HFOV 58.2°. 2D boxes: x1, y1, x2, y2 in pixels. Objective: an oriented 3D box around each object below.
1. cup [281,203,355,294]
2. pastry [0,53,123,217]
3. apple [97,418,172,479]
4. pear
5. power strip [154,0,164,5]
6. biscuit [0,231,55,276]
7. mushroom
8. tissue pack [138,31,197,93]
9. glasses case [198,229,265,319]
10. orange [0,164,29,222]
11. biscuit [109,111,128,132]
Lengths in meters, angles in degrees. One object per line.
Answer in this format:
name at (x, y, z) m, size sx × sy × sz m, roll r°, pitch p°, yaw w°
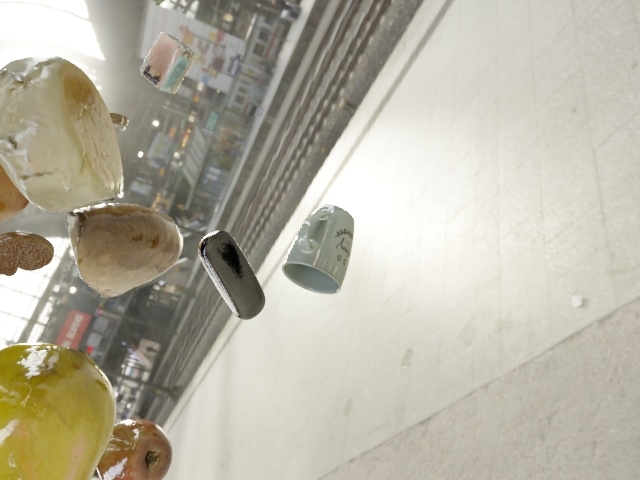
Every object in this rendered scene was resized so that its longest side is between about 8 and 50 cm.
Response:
cup at (0.000, 0.000, 1.703) m, size 0.258 × 0.186 × 0.234 m, roll 65°, pitch -140°, yaw -57°
pastry at (-0.421, -0.166, 0.925) m, size 0.265 × 0.133 × 0.265 m, roll 163°, pitch 90°, yaw -88°
apple at (-0.485, 0.564, 1.506) m, size 0.173 × 0.188 × 0.188 m, roll -12°, pitch 52°, yaw 41°
pear at (-0.502, 0.349, 1.009) m, size 0.285 × 0.284 × 0.337 m, roll 173°, pitch 95°, yaw -76°
power strip at (-0.276, -0.429, 0.982) m, size 0.017 × 0.027 × 0.083 m, roll -21°, pitch 48°, yaw 19°
biscuit at (-0.670, 0.030, 1.252) m, size 0.124 × 0.175 × 0.026 m, roll 70°, pitch -177°, yaw -52°
mushroom at (-0.592, 0.008, 1.751) m, size 0.397 × 0.313 × 0.224 m, roll 110°, pitch 141°, yaw -74°
tissue pack at (-0.291, -0.340, 1.102) m, size 0.094 × 0.074 × 0.058 m, roll -55°, pitch -17°, yaw 14°
glasses case at (-0.283, 0.115, 1.868) m, size 0.122 × 0.321 × 0.082 m, roll -39°, pitch 26°, yaw -29°
orange at (-0.738, -0.129, 1.273) m, size 0.206 × 0.206 × 0.206 m, roll -159°, pitch 90°, yaw -78°
biscuit at (-0.600, -0.301, 1.448) m, size 0.181 × 0.208 × 0.049 m, roll 6°, pitch 95°, yaw 52°
